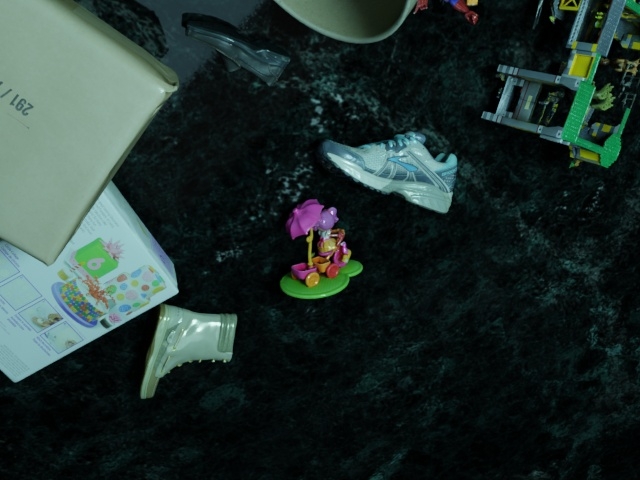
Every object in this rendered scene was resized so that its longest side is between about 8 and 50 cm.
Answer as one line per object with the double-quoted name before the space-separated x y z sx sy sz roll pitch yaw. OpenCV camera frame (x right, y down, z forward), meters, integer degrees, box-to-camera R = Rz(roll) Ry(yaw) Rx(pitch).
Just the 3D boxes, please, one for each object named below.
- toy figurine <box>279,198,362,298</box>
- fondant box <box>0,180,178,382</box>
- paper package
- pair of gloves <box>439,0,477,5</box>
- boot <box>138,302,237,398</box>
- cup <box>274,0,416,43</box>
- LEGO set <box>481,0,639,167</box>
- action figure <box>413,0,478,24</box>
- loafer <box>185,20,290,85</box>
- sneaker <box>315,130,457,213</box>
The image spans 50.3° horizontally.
"toy figurine" 0.000 0.000 1.249 0.173 0.130 0.159 -20 117 -32
"fondant box" -0.443 0.061 1.141 0.330 0.096 0.238 -28 124 1
"paper package" -0.407 -0.183 0.906 0.325 0.168 0.309 34 101 -16
"pair of gloves" 0.231 -0.422 1.116 0.083 0.010 0.074 -2 121 -15
"boot" -0.257 0.221 1.311 0.165 0.077 0.213 9 116 -25
"cup" 0.049 -0.462 0.881 0.237 0.331 0.331 -49 126 -18
"LEGO set" 0.424 -0.295 1.184 0.255 0.192 0.331 -4 113 -40
"action figure" 0.240 -0.388 1.017 0.280 0.139 0.091 -10 150 28
"loafer" -0.132 -0.288 1.052 0.170 0.062 0.061 16 119 -24
"sneaker" 0.122 -0.144 1.212 0.283 0.110 0.122 16 96 -28
